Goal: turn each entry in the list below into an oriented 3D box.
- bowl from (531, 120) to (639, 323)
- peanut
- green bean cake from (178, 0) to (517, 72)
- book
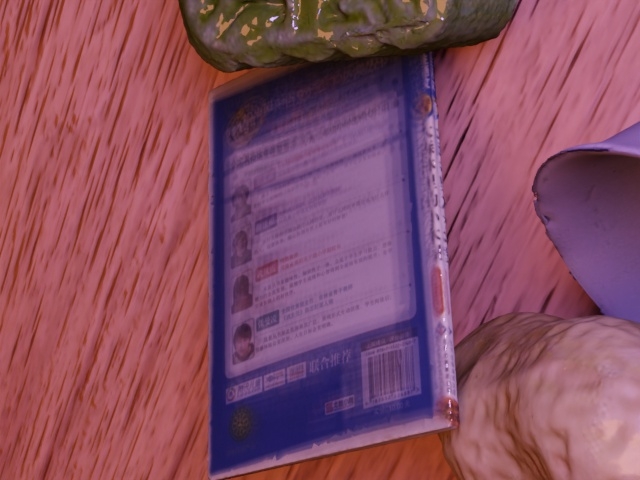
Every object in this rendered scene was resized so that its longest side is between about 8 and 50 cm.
[{"bbox_3d":[0.301,0.013,0.801,0.345,0.345,0.157,37,79,21],"label":"bowl"},{"bbox_3d":[0.160,0.121,0.915,0.319,0.147,0.148,174,76,-75],"label":"peanut"},{"bbox_3d":[0.004,-0.230,0.978,0.248,0.125,0.222,-5,94,38],"label":"green bean cake"},{"bbox_3d":[0.000,0.000,1.038,0.228,0.018,0.323,-18,63,38],"label":"book"}]
